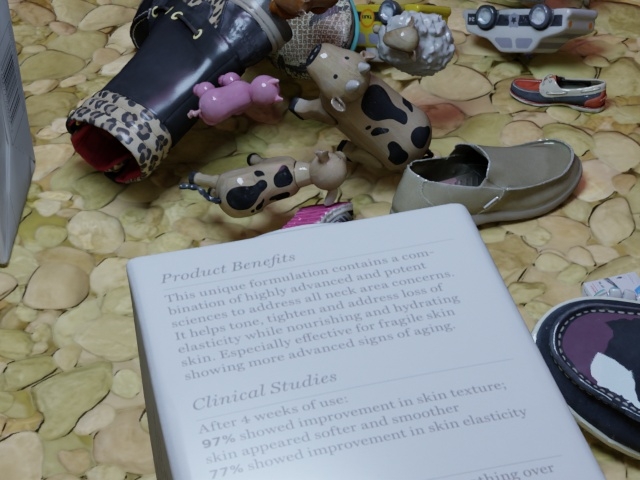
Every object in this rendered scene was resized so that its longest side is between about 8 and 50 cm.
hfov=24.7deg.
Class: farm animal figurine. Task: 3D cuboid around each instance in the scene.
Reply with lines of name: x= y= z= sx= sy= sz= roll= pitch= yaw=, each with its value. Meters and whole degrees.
farm animal figurine: x=0.017 y=-0.162 z=1.810 sx=0.326 sy=0.330 sz=0.172 roll=17 pitch=1 yaw=-36

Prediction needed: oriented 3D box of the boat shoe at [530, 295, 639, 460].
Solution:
boat shoe: x=0.442 y=0.162 z=1.467 sx=0.500 sy=0.156 sz=0.187 roll=23 pitch=64 yaw=27

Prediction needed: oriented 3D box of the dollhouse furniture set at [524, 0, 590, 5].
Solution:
dollhouse furniture set: x=0.295 y=-0.402 z=2.164 sx=0.212 sy=0.242 sz=0.161 roll=8 pitch=79 yaw=12

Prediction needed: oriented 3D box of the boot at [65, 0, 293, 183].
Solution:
boot: x=-0.226 y=-0.216 z=1.966 sx=0.284 sy=0.138 sz=0.377 roll=-48 pitch=29 yaw=-18

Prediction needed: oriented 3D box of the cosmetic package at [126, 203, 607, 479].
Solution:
cosmetic package: x=0.029 y=0.227 z=1.295 sx=0.329 sy=0.327 sz=0.394 roll=-10 pitch=41 yaw=-9

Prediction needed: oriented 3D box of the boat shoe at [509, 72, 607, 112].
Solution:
boat shoe: x=0.331 y=-0.212 z=2.032 sx=0.137 sy=0.043 sz=0.049 roll=11 pitch=43 yaw=18

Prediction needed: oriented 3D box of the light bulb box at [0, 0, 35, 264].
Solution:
light bulb box: x=-0.564 y=-0.170 z=1.776 sx=0.361 sy=0.358 sz=0.225 roll=0 pitch=38 yaw=1

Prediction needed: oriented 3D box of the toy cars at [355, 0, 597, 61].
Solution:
toy cars: x=0.196 y=-0.298 z=2.104 sx=0.393 sy=0.087 sz=0.176 roll=2 pitch=7 yaw=1

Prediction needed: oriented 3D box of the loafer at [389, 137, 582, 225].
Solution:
loafer: x=0.214 y=-0.079 z=1.837 sx=0.268 sy=0.092 sz=0.102 roll=-19 pitch=43 yaw=-19

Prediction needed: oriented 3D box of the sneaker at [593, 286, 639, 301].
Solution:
sneaker: x=0.383 y=0.109 z=1.640 sx=0.166 sy=0.065 sz=0.076 roll=12 pitch=70 yaw=4

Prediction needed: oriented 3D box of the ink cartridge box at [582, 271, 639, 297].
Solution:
ink cartridge box: x=0.338 y=0.069 z=1.703 sx=0.083 sy=0.028 sz=0.048 roll=-13 pitch=40 yaw=-12

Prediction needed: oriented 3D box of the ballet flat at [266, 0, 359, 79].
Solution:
ballet flat: x=-0.079 y=-0.375 z=2.106 sx=0.182 sy=0.164 sz=0.483 roll=25 pitch=22 yaw=-22

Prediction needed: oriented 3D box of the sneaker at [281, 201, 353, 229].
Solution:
sneaker: x=0.000 y=0.000 z=1.783 sx=0.063 sy=0.075 sz=0.170 roll=-7 pitch=14 yaw=20
